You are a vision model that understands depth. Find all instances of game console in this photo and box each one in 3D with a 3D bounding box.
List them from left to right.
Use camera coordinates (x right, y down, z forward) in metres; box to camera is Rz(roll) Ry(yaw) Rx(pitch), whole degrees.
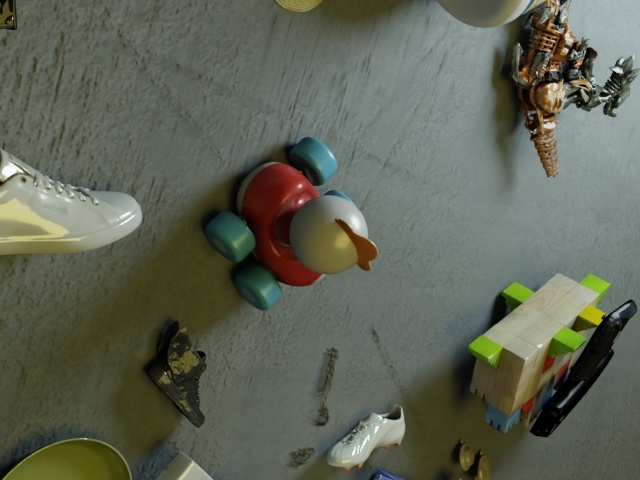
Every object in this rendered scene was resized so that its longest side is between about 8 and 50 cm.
[{"bbox_3d":[0.525,0.235,2.019,0.213,0.044,0.361,-37,156,-36],"label":"game console"}]

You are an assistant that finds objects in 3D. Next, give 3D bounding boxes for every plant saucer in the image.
[{"bbox_3d":[-0.380,0.384,1.472,0.241,0.037,0.241,-19,120,-37],"label":"plant saucer"}]

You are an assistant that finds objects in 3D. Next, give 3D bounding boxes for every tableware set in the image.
[{"bbox_3d":[0.309,0.496,2.122,0.141,0.020,0.168,52,44,-42],"label":"tableware set"}]

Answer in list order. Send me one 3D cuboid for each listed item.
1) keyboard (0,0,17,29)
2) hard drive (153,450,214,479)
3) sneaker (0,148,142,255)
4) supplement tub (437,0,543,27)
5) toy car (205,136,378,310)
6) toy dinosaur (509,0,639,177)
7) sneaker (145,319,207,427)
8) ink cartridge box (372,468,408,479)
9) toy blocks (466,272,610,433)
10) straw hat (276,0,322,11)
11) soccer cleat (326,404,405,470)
[{"bbox_3d":[-0.374,-0.392,1.156,0.201,0.033,0.317,-12,116,-32],"label":"keyboard"},{"bbox_3d":[-0.275,0.511,1.589,0.353,0.047,0.233,-50,145,-16],"label":"hard drive"},{"bbox_3d":[-0.345,-0.052,1.270,0.290,0.106,0.123,-8,115,-39],"label":"sneaker"},{"bbox_3d":[0.326,-0.492,1.615,0.316,0.228,0.228,-34,127,-27],"label":"supplement tub"},{"bbox_3d":[0.000,0.000,1.516,0.219,0.238,0.210,-43,131,-21],"label":"toy car"},{"bbox_3d":[0.429,-0.286,1.889,0.218,0.164,0.322,-9,133,-24],"label":"toy dinosaur"},{"bbox_3d":[-0.197,0.202,1.553,0.089,0.051,0.170,-44,128,-14],"label":"sneaker"},{"bbox_3d":[0.143,0.555,2.007,0.311,0.065,0.186,33,84,-48],"label":"ink cartridge box"},{"bbox_3d":[0.415,0.246,2.066,0.381,0.191,0.261,-30,139,-41],"label":"toy blocks"},{"bbox_3d":[-0.006,-0.392,1.471,0.144,0.061,0.144,-19,119,-37],"label":"straw hat"},{"bbox_3d":[0.080,0.352,1.866,0.196,0.068,0.076,-15,112,-46],"label":"soccer cleat"}]
